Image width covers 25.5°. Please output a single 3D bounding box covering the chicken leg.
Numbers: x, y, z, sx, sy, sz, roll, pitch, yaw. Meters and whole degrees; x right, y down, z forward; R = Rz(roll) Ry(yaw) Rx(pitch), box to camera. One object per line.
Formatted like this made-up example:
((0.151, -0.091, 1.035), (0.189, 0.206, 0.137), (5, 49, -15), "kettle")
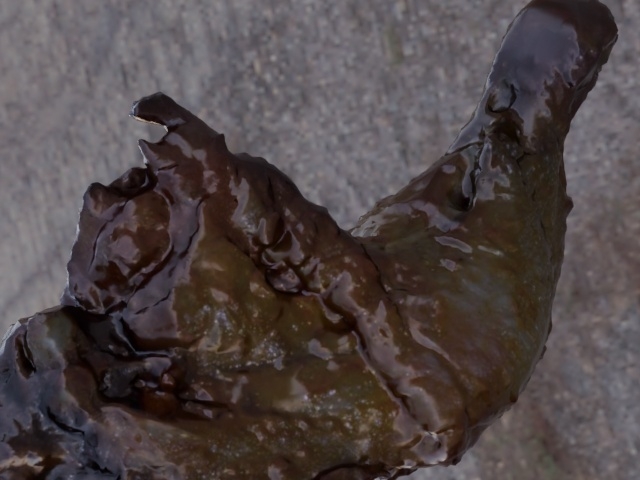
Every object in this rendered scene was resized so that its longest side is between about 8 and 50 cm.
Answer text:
((0.007, 0.011, 0.579), (0.083, 0.323, 0.177), (154, 97, -72), "chicken leg")
